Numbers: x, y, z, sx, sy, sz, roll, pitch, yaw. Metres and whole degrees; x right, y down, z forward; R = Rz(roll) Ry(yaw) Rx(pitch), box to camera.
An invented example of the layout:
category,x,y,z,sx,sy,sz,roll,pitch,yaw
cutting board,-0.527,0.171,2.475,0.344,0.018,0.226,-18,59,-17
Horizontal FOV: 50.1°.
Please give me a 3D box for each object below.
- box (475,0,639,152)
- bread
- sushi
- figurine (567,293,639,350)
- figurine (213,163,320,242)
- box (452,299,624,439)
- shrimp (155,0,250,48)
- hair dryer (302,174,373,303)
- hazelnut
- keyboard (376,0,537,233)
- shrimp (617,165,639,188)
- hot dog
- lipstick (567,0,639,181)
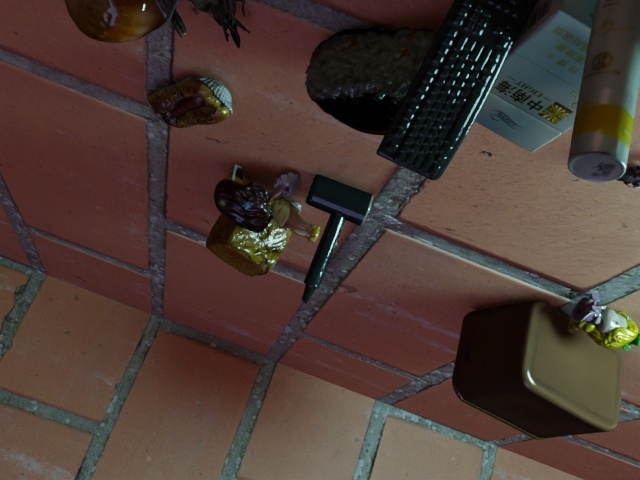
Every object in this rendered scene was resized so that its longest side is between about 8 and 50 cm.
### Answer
category,x,y,z,sx,sy,sz,roll,pitch,yaw
box,0.302,-0.221,0.909,0.155,0.067,0.243,27,155,-11
bread,-0.166,-0.007,1.602,0.143,0.149,0.158,37,150,-27
sushi,0.085,-0.227,0.976,0.225,0.136,0.126,11,156,46
figurine,0.621,0.197,1.498,0.156,0.094,0.115,27,143,-6
figurine,-0.110,-0.072,1.461,0.240,0.115,0.174,18,156,3
box,0.527,0.314,1.644,0.339,0.239,0.229,29,152,-20
shrimp,-0.194,-0.359,0.884,0.172,0.137,0.372,-14,142,6
hair dryer,0.000,0.000,1.378,0.128,0.255,0.070,24,175,-2
hazelnut,-0.290,-0.362,1.002,0.150,0.150,0.150,16,155,8
keyboard,0.146,-0.167,0.870,0.104,0.041,0.381,24,112,-10
shrimp,0.499,-0.098,1.055,0.029,0.038,0.092,-17,-176,-43
hot dog,-0.241,-0.251,1.263,0.191,0.059,0.108,-2,143,43
lipstick,0.314,-0.189,0.734,0.059,0.263,0.059,16,159,6
